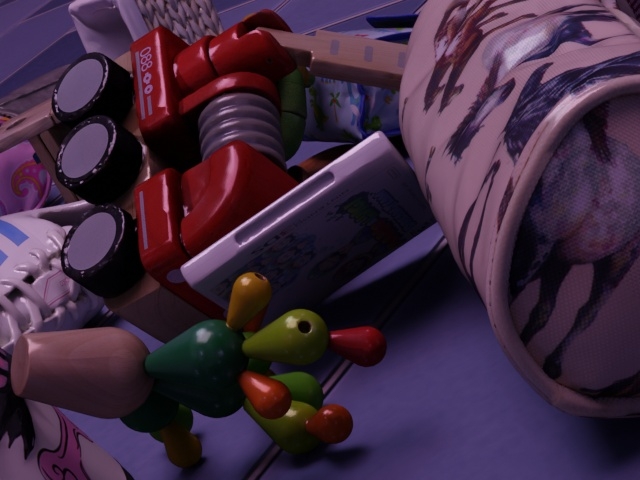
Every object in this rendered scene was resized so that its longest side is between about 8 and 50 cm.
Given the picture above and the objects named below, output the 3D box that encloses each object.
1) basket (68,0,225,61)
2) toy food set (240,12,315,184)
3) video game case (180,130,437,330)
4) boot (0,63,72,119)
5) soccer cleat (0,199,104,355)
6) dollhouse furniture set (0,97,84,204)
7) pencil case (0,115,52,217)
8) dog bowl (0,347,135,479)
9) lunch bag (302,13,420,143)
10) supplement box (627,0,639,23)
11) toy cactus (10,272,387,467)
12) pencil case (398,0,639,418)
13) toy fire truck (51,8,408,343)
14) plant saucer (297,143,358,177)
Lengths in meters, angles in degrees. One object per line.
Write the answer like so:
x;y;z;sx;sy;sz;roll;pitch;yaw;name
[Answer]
-0.156;-0.184;1.829;0.103;0.167;0.113;-31;17;-29;basket
-0.047;-0.063;1.409;0.128;0.071;0.218;-19;57;60;toy food set
0.000;0.000;1.129;0.143;0.019;0.157;-35;-20;5;video game case
-0.304;-0.139;2.088;0.190;0.076;0.208;25;27;33;boot
-0.230;0.047;1.359;0.143;0.116;0.331;-24;17;14;soccer cleat
-0.199;-0.087;1.668;0.129;0.129;0.183;-25;19;12;dollhouse furniture set
-0.383;-0.065;1.919;0.124;0.124;0.284;-37;19;-26;pencil case
-0.313;0.188;1.032;0.408;0.150;0.408;-26;17;8;dog bowl
0.063;-0.132;1.468;0.151;0.096;0.129;-11;10;-26;lunch bag
0.164;-0.172;1.247;0.081;0.188;0.104;-15;22;38;supplement box
-0.077;0.067;1.011;0.180;0.112;0.219;7;-10;-26;toy cactus
0.142;-0.055;0.986;0.183;0.160;0.410;-53;13;12;pencil case
-0.036;-0.063;1.242;0.246;0.158;0.217;-30;47;24;toy fire truck
-0.001;-0.055;1.466;0.083;0.013;0.083;-25;17;8;plant saucer
